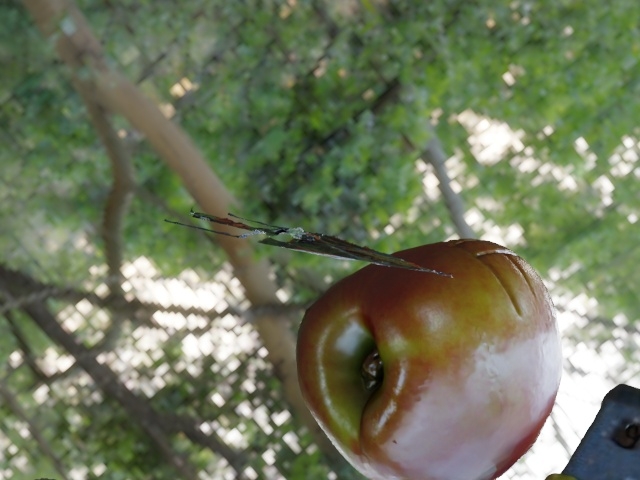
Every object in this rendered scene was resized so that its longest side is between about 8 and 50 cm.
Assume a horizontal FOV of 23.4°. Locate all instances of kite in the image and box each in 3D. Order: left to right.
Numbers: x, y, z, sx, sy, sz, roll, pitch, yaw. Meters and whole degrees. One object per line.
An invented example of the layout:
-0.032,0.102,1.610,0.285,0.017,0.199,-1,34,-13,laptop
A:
0.000,0.000,0.891,0.183,0.160,0.010,-10,113,-80,kite

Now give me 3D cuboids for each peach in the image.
0.124,0.129,1.546,0.275,0.245,0.248,-9,174,-44,peach

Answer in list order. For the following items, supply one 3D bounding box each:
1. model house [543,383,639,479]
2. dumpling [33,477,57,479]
0.351,0.356,1.737,0.237,0.215,0.303,23,-135,24,model house
-0.208,0.278,1.118,0.149,0.105,0.216,10,-90,59,dumpling
